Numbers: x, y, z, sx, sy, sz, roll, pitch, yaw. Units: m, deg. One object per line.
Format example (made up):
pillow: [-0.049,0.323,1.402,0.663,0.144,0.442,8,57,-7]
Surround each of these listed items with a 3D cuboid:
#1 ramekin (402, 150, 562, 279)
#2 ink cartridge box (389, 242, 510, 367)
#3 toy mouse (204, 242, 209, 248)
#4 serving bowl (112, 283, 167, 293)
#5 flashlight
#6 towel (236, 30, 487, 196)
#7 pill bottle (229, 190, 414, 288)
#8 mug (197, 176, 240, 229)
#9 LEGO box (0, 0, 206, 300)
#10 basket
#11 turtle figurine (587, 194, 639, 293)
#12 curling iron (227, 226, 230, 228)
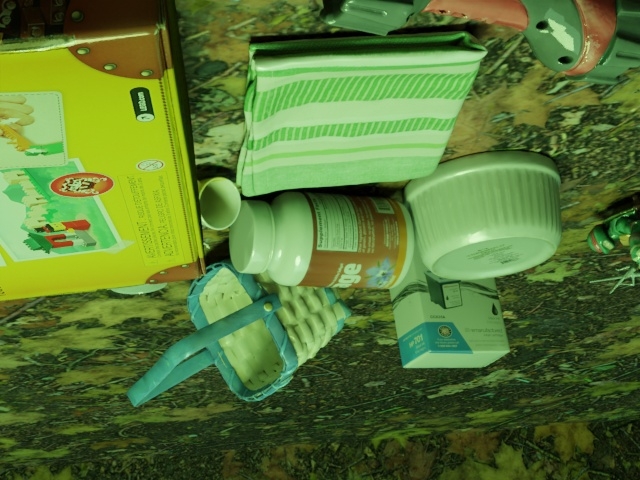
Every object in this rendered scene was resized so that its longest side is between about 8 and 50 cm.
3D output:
ramekin: [0.215,-0.026,1.477,0.207,0.109,0.207,-7,160,-3]
ink cartridge box: [0.179,0.083,1.643,0.140,0.190,0.082,2,157,-26]
toy mouse: [-0.223,-0.007,1.452,0.143,0.031,0.161,-11,154,40]
serving bowl: [-0.263,0.052,1.639,0.083,0.027,0.083,-6,160,-2]
flashlight: [0.143,-0.200,0.983,0.304,0.103,0.103,2,161,-27]
towel: [0.035,-0.129,1.234,0.248,0.038,0.325,-6,160,-7]
pill bottle: [0.000,0.000,1.451,0.216,0.121,0.121,3,158,-24]
mug: [-0.140,-0.053,1.360,0.062,0.078,0.064,-25,-159,-36]
LEGO box: [-0.297,-0.112,0.931,0.373,0.193,0.500,-6,160,-5]
basket: [-0.125,0.134,1.617,0.289,0.201,0.255,-31,175,-34]
turtle figurine: [0.464,-0.008,1.600,0.234,0.118,0.175,-24,170,24]
curling iron: [-0.083,-0.016,1.505,0.274,0.035,0.068,10,154,-40]
